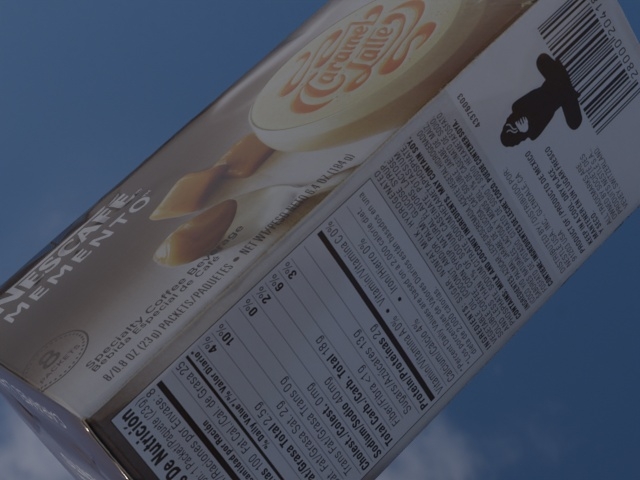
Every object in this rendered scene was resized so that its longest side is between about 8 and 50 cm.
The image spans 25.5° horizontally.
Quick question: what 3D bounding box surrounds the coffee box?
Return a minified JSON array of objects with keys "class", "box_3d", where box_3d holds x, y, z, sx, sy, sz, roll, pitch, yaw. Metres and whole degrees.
[{"class":"coffee box","box_3d":[0.000,0.000,0.540,0.246,0.098,0.141,-43,-153,-18]}]
